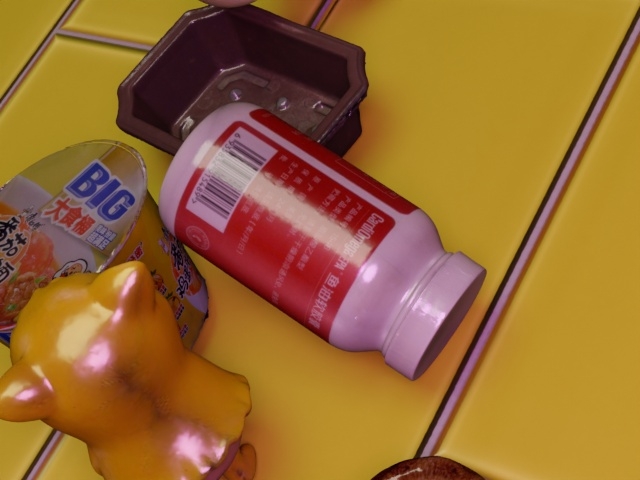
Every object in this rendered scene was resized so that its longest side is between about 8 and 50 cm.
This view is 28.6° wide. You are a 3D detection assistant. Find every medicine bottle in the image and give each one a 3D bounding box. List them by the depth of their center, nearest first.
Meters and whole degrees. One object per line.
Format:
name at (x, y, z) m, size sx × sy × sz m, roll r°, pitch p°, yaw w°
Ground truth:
medicine bottle at (0.000, 0.000, 1.007) m, size 0.250 × 0.131 × 0.131 m, roll 34°, pitch 73°, yaw 13°

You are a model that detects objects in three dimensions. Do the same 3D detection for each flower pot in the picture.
flower pot at (-0.066, -0.122, 1.202) m, size 0.251 × 0.084 × 0.179 m, roll 28°, pitch 71°, yaw 36°

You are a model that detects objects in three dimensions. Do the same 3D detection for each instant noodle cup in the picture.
instant noodle cup at (-0.202, 0.035, 1.094) m, size 0.205 × 0.153 × 0.205 m, roll -17°, pitch 45°, yaw 18°

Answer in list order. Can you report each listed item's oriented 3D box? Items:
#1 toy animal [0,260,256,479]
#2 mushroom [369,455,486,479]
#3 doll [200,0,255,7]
toy animal at (-0.136, 0.126, 0.957) m, size 0.156 × 0.230 × 0.156 m, roll -27°, pitch 34°, yaw 21°
mushroom at (0.071, 0.210, 0.891) m, size 0.127 × 0.087 × 0.127 m, roll -9°, pitch 58°, yaw 15°
doll at (-0.040, -0.293, 1.229) m, size 0.141 × 0.117 × 0.296 m, roll 21°, pitch 25°, yaw 32°
